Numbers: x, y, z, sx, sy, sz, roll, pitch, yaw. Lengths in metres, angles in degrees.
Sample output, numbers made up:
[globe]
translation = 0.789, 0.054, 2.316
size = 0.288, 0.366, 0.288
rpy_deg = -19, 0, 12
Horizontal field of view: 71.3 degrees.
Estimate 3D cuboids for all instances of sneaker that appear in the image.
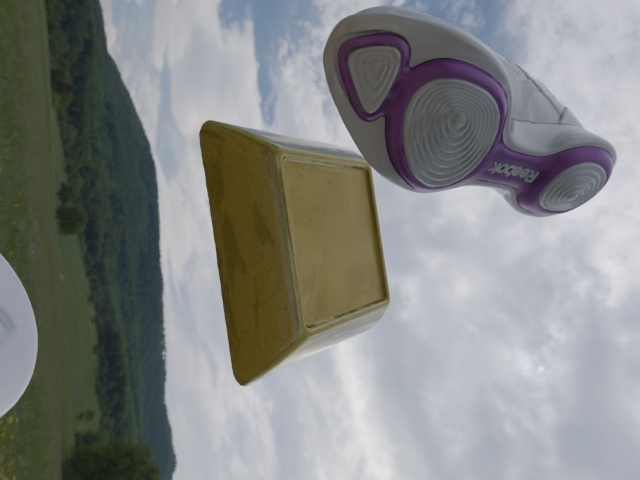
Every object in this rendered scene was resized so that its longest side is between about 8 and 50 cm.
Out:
[sneaker]
translation = 0.121, -0.111, 0.391
size = 0.114, 0.305, 0.152
rpy_deg = -50, -139, 32

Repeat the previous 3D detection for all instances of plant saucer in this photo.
[plant saucer]
translation = 0.000, 0.000, 0.646
size = 0.081, 0.333, 0.332
rpy_deg = -9, -91, 36

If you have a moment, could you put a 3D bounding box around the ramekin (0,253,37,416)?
[ramekin]
translation = -0.437, 0.097, 0.462
size = 0.277, 0.135, 0.277
rpy_deg = 158, -90, -89
